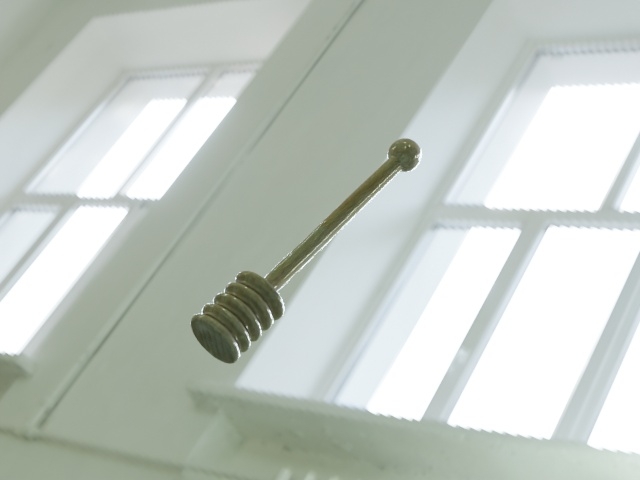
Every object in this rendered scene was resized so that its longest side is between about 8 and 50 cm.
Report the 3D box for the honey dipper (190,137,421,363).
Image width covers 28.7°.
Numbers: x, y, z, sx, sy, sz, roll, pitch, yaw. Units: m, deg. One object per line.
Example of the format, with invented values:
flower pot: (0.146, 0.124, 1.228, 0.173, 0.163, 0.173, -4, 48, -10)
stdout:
honey dipper: (0.000, 0.000, 0.627, 0.030, 0.161, 0.030, 33, -32, 24)
